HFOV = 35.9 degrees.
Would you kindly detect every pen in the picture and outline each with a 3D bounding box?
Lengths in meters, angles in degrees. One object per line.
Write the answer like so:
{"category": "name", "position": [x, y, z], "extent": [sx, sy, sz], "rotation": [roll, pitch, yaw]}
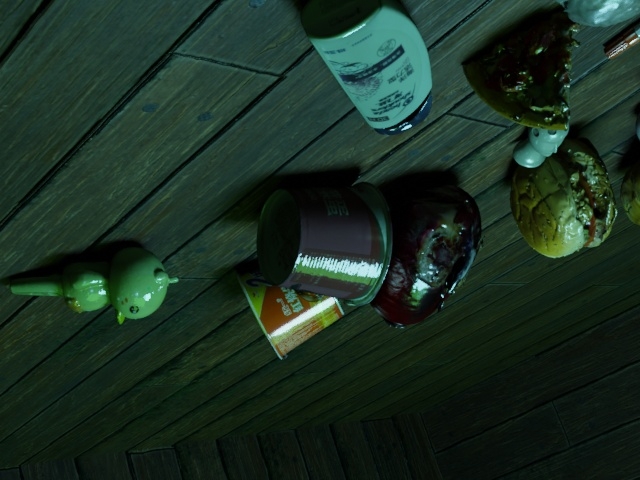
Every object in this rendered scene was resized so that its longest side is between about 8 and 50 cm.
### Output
{"category": "pen", "position": [0.563, -0.372, 1.610], "extent": [0.028, 0.028, 0.239], "rotation": [2, 150, -44]}

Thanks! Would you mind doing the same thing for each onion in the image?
{"category": "onion", "position": [0.193, 0.024, 2.004], "extent": [0.314, 0.232, 0.314], "rotation": [-60, 168, -21]}

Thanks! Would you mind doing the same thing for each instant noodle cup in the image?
{"category": "instant noodle cup", "position": [0.000, 0.000, 1.814], "extent": [0.179, 0.234, 0.235], "rotation": [5, 150, -29]}
{"category": "instant noodle cup", "position": [-0.057, 0.126, 2.117], "extent": [0.174, 0.213, 0.213], "rotation": [-27, 160, -2]}

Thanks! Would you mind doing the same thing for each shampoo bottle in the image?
{"category": "shampoo bottle", "position": [0.088, -0.256, 1.422], "extent": [0.134, 0.078, 0.359], "rotation": [-27, 158, 10]}

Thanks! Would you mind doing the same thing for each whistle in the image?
{"category": "whistle", "position": [-0.407, 0.095, 1.807], "extent": [0.294, 0.141, 0.141], "rotation": [-15, 159, -7]}

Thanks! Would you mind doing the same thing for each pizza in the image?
{"category": "pizza", "position": [0.323, -0.279, 1.527], "extent": [0.053, 0.201, 0.193], "rotation": [15, 101, -59]}

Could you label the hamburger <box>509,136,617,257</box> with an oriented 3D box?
{"category": "hamburger", "position": [0.491, -0.083, 2.010], "extent": [0.163, 0.244, 0.244], "rotation": [-14, 159, -4]}

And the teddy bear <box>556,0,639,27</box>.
{"category": "teddy bear", "position": [0.417, -0.389, 1.262], "extent": [0.236, 0.151, 0.267], "rotation": [7, 147, -46]}

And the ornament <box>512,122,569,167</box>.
{"category": "ornament", "position": [0.422, -0.195, 1.872], "extent": [0.075, 0.081, 0.156], "rotation": [-19, 165, -14]}

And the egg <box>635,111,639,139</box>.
{"category": "egg", "position": [0.688, -0.229, 1.978], "extent": [0.103, 0.103, 0.135], "rotation": [-34, 157, 35]}

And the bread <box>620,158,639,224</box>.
{"category": "bread", "position": [0.821, -0.172, 2.131], "extent": [0.337, 0.148, 0.328], "rotation": [-24, 167, 2]}
